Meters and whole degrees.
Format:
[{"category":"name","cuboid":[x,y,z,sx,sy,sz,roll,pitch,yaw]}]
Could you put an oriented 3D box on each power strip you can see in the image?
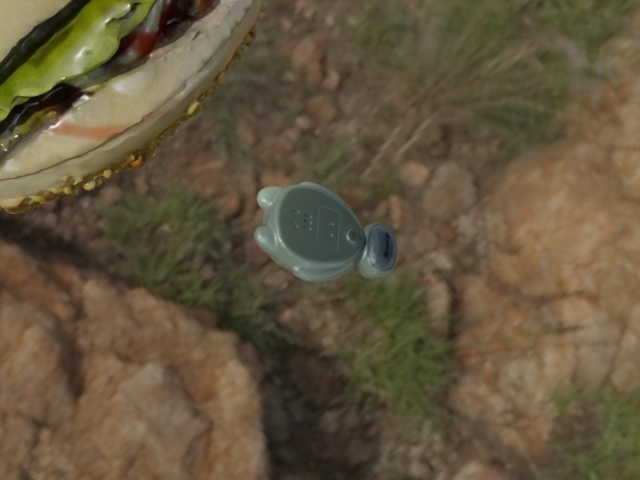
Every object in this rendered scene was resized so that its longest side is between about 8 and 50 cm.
[{"category":"power strip","cuboid":[0.000,0.000,0.867,0.083,0.035,0.055,17,62,-26]}]

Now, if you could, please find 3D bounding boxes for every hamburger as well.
[{"category":"hamburger","cuboid":[-0.168,-0.133,0.857,0.170,0.302,0.302,62,41,-32]}]
